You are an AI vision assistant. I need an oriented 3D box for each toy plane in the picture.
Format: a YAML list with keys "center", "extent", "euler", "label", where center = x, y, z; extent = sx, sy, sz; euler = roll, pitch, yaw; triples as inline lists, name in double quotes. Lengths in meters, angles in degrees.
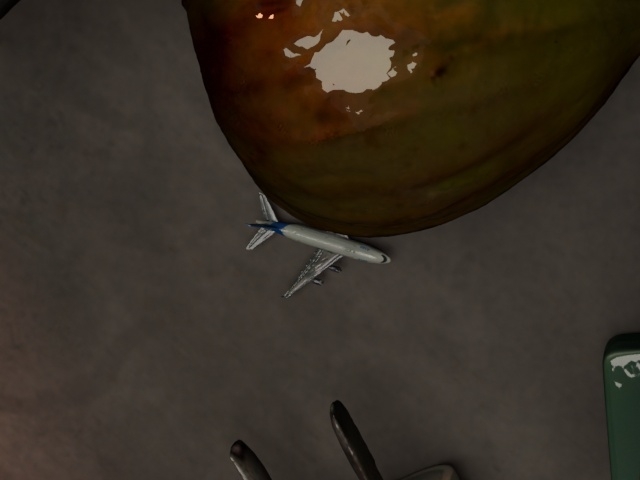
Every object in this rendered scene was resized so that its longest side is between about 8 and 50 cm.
- center: [-0.001, -0.001, 1.131]
  extent: [0.084, 0.024, 0.078]
  euler: [14, 102, 2]
  label: "toy plane"

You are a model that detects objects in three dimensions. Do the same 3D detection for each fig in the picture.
- center: [0.100, -0.104, 0.979]
  extent: [0.321, 0.217, 0.217]
  euler: [0, 104, 16]
  label: "fig"

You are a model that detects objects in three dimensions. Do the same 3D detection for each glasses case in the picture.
- center: [0.203, 0.143, 1.112]
  extent: [0.078, 0.039, 0.184]
  euler: [-3, 103, 14]
  label: "glasses case"

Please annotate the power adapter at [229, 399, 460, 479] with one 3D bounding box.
- center: [0.026, 0.189, 1.119]
  extent: [0.130, 0.125, 0.205]
  euler: [-26, 98, 18]
  label: "power adapter"

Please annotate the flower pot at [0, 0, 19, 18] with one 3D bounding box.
- center: [-0.244, -0.257, 1.002]
  extent: [0.379, 0.251, 0.379]
  euler: [2, 103, 10]
  label: "flower pot"
